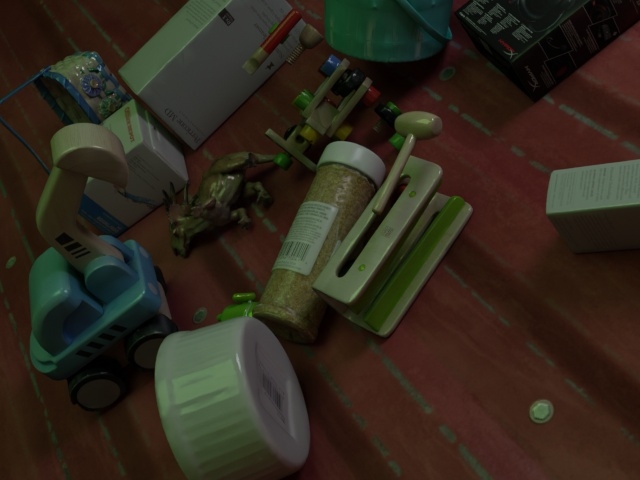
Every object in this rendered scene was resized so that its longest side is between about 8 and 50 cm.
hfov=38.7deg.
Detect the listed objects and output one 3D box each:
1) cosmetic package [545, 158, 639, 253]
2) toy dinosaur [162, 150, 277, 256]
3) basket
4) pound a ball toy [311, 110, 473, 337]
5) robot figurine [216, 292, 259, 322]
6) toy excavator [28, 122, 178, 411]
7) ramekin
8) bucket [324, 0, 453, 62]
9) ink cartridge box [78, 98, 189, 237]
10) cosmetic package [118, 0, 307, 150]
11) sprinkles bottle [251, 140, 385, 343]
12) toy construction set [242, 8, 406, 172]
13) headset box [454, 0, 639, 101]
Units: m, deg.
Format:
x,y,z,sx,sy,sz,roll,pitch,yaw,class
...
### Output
x,y,z,sx,sy,sz,roll,pitch,yaw,class
0.448,-0.051,1.281,0.231,0.117,0.085,-7,56,34,cosmetic package
-0.212,-0.104,1.860,0.295,0.127,0.200,-50,34,-13,toy dinosaur
-0.629,-0.323,2.267,0.289,0.255,0.201,-48,34,-17,basket
0.103,-0.036,1.479,0.136,0.208,0.319,23,75,46,pound a ball toy
-0.131,0.145,1.631,0.115,0.067,0.101,-8,81,34,robot figurine
-0.426,0.052,1.658,0.433,0.445,0.222,-36,43,11,toy excavator
-0.124,0.250,1.397,0.135,0.277,0.277,-22,46,13,ramekin
0.132,-0.469,1.741,0.281,0.183,0.281,2,34,-1,bucket
-0.441,-0.159,2.047,0.233,0.168,0.171,-34,43,13,ink cartridge box
-0.239,-0.422,2.061,0.385,0.217,0.156,-47,41,1,cosmetic package
0.000,0.000,1.599,0.121,0.121,0.355,4,61,41,sprinkles bottle
-0.031,-0.249,1.708,0.237,0.309,0.257,-47,33,5,toy construction set
0.417,-0.416,1.599,0.293,0.110,0.218,-39,42,7,headset box
